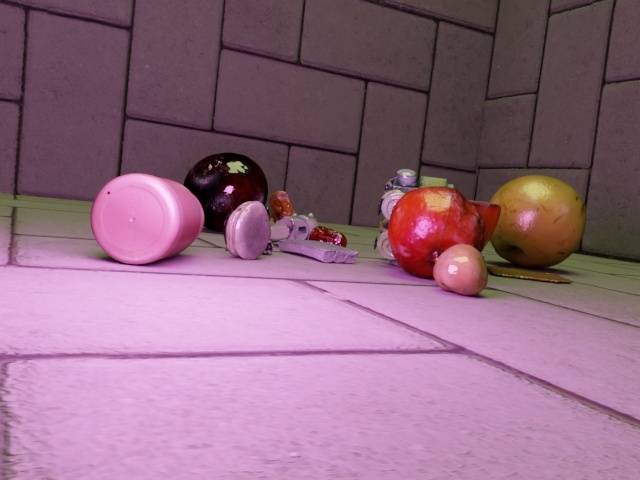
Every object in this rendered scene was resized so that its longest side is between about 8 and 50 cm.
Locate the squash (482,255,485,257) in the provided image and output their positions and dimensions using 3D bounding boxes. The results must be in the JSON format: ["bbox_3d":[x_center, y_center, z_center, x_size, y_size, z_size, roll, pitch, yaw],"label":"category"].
[{"bbox_3d":[0.416,0.011,2.120,0.252,0.093,0.169,5,49,-14],"label":"squash"}]

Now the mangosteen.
[{"bbox_3d":[-0.336,-0.164,2.251,0.331,0.329,0.330,6,4,0],"label":"mangosteen"}]

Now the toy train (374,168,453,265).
[{"bbox_3d":[0.251,-0.055,1.677,0.189,0.271,0.159,7,25,9],"label":"toy train"}]

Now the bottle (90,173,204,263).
[{"bbox_3d":[-0.353,-0.041,1.287,0.207,0.173,0.297,-27,2,4],"label":"bottle"}]

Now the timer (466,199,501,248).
[{"bbox_3d":[0.376,-0.045,1.852,0.258,0.161,0.250,6,-30,-7],"label":"timer"}]

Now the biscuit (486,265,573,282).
[{"bbox_3d":[0.609,0.100,1.841,0.237,0.013,0.232,6,4,6],"label":"biscuit"}]

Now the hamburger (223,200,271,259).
[{"bbox_3d":[-0.174,-0.023,1.472,0.063,0.139,0.133,9,39,34],"label":"hamburger"}]

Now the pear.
[{"bbox_3d":[0.752,-0.064,2.181,0.349,0.347,0.348,6,4,0],"label":"pear"}]

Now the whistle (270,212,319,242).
[{"bbox_3d":[-0.085,-0.030,1.933,0.092,0.110,0.245,-3,5,42],"label":"whistle"}]

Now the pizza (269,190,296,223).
[{"bbox_3d":[-0.125,-0.070,2.239,0.058,0.197,0.292,-30,-20,-17],"label":"pizza"}]

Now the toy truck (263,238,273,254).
[{"bbox_3d":[-0.162,0.017,1.622,0.083,0.039,0.044,5,-13,-37],"label":"toy truck"}]

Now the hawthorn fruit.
[{"bbox_3d":[0.274,0.003,1.469,0.242,0.241,0.271,7,31,7],"label":"hawthorn fruit"}]

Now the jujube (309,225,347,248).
[{"bbox_3d":[0.024,0.000,1.892,0.129,0.077,0.077,15,8,36],"label":"jujube"}]

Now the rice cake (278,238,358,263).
[{"bbox_3d":[-0.009,0.026,1.697,0.127,0.043,0.237,5,5,-38],"label":"rice cake"}]

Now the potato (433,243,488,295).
[{"bbox_3d":[0.289,0.061,1.286,0.112,0.111,0.147,7,11,14],"label":"potato"}]
